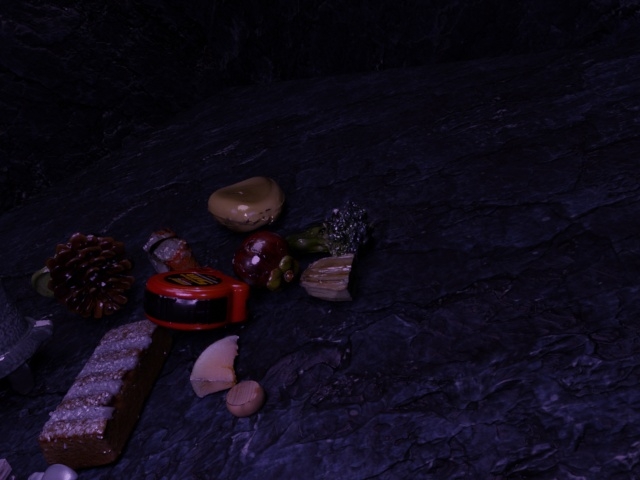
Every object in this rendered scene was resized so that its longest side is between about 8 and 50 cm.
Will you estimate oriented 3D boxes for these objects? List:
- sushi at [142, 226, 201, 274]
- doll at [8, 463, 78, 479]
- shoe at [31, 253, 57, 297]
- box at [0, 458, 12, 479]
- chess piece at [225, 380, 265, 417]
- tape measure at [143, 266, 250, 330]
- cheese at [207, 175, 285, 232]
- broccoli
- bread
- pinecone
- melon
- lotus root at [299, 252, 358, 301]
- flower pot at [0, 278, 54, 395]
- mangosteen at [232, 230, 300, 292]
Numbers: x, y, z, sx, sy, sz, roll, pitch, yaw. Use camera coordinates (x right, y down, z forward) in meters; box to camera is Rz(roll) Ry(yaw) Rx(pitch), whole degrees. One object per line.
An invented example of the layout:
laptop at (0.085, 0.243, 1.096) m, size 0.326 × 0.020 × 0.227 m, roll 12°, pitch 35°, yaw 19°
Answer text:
sushi at (-0.462, 0.053, 2.046) m, size 0.130 × 0.124 × 0.332 m, roll -40°, pitch 29°, yaw -15°
doll at (-0.580, 0.488, 1.244) m, size 0.258 × 0.153 × 0.195 m, roll 0°, pitch 5°, yaw 28°
shoe at (-0.833, 0.099, 2.226) m, size 0.262 × 0.140 × 0.128 m, roll -27°, pitch 36°, yaw -25°
box at (-0.737, 0.512, 1.452) m, size 0.117 × 0.036 × 0.050 m, roll -11°, pitch 27°, yaw 17°
chess piece at (-0.155, 0.328, 1.383) m, size 0.084 × 0.038 × 0.083 m, roll -16°, pitch 24°, yaw 7°
tape measure at (-0.321, 0.148, 1.686) m, size 0.260 × 0.114 × 0.253 m, roll -4°, pitch 12°, yaw -39°
cheese at (-0.238, -0.118, 2.209) m, size 0.260 × 0.128 × 0.316 m, roll -22°, pitch 28°, yaw -8°
broccoli at (0.000, -0.007, 1.839) m, size 0.304 × 0.145 × 0.165 m, roll -15°, pitch 19°, yaw 40°
bread at (-0.476, 0.333, 1.524) m, size 0.165 × 0.113 × 0.416 m, roll -12°, pitch 26°, yaw 12°
pinecone at (-0.666, 0.107, 1.958) m, size 0.264 × 0.264 × 0.264 m, roll -17°, pitch 26°, yaw 8°
melon at (-0.236, 0.278, 1.526) m, size 0.098 × 0.054 × 0.182 m, roll -13°, pitch 27°, yaw 2°
lotus root at (0.026, 0.101, 1.658) m, size 0.144 × 0.070 × 0.143 m, roll -3°, pitch 37°, yaw 24°
flower pot at (-0.868, 0.263, 1.758) m, size 0.299 × 0.282 × 0.299 m, roll -18°, pitch 22°, yaw 7°
mangosteen at (-0.137, 0.064, 1.766) m, size 0.180 × 0.166 × 0.166 m, roll 34°, pitch 55°, yaw 29°
